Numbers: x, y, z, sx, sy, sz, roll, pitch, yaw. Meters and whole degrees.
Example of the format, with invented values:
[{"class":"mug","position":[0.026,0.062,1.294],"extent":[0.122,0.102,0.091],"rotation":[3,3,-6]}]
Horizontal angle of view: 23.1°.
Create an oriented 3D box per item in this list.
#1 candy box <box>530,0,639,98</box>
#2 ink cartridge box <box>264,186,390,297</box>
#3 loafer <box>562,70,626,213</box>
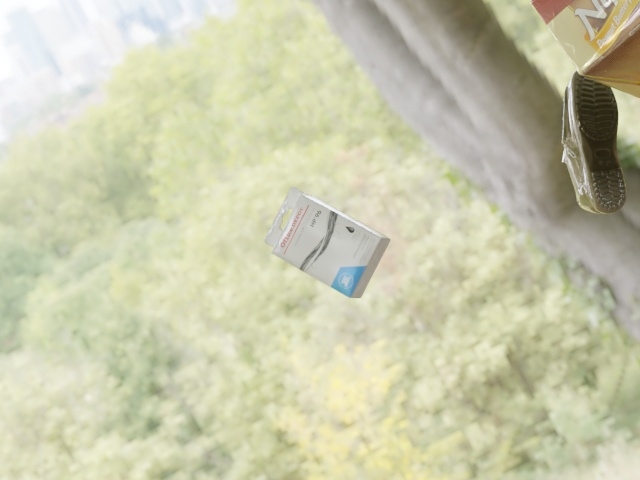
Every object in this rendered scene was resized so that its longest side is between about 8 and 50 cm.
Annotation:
[{"class":"candy box","position":[0.334,-0.199,1.324],"extent":[0.183,0.087,0.316],"rotation":[-42,-26,24]},{"class":"ink cartridge box","position":[0.000,0.000,1.087],"extent":[0.048,0.083,0.028],"rotation":[-63,-17,7]},{"class":"loafer","position":[0.258,-0.094,1.520],"extent":[0.056,0.148,0.050],"rotation":[4,-16,-28]}]
